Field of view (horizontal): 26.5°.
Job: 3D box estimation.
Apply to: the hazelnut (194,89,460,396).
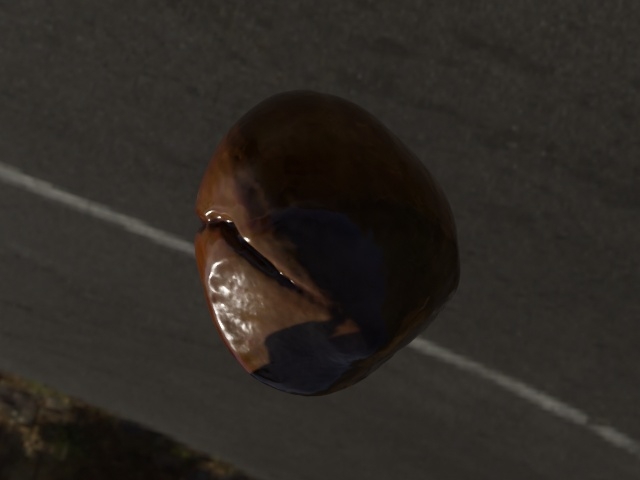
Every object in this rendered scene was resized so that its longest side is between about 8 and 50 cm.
[{"bbox_3d":[0.000,0.000,1.636,0.315,0.372,0.372,2,157,-13],"label":"hazelnut"}]
